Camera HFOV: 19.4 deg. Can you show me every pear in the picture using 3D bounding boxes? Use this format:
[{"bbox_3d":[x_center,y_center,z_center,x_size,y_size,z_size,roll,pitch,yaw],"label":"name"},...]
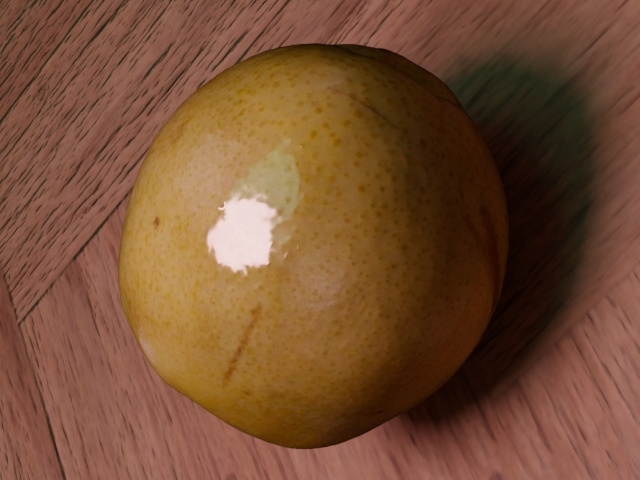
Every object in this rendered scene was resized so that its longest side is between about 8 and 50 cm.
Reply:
[{"bbox_3d":[0.000,0.000,1.440,0.314,0.314,0.314,-19,64,44],"label":"pear"}]
